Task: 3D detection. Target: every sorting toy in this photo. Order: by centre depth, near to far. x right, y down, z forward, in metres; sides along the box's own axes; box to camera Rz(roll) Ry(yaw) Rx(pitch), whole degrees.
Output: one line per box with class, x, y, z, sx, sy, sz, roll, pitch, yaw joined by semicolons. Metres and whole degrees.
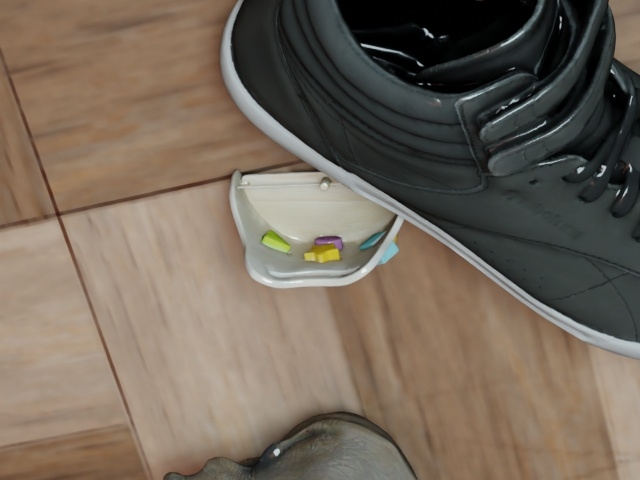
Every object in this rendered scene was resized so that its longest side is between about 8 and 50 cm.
sorting toy;0.000;0.000;0.684;0.083;0.075;0.044;-2;113;9

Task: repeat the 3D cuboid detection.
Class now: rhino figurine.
rhino figurine;0.032;0.182;0.762;0.106;0.073;0.243;-24;110;19

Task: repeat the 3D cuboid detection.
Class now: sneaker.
sneaker;0.102;-0.035;0.607;0.296;0.147;0.104;26;78;-3
